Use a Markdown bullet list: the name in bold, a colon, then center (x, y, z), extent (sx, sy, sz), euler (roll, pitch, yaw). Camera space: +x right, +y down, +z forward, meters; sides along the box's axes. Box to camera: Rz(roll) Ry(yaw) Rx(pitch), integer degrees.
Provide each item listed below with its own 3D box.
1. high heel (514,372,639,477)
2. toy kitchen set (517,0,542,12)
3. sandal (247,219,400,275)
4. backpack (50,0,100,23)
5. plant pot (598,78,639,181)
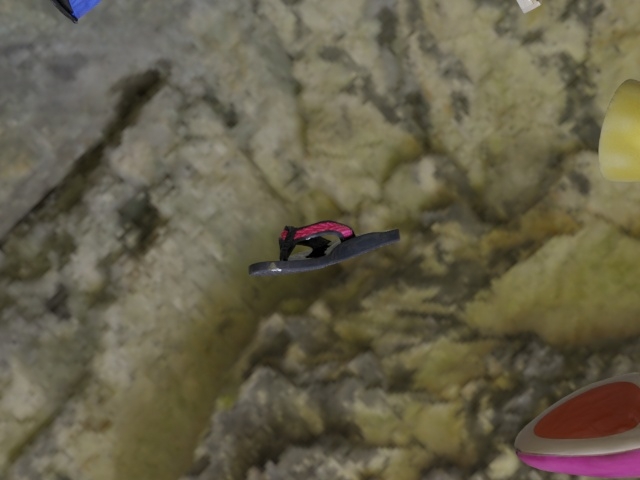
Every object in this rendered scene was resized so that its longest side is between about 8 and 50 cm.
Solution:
- **high heel**: center (0.391, 0.223, 1.284), extent (0.377, 0.181, 0.127), euler (-12, -150, 28)
- **toy kitchen set**: center (0.192, -0.251, 1.103), extent (0.075, 0.068, 0.083), euler (-25, -162, 27)
- **sandal**: center (0.000, 0.000, 1.136), extent (0.067, 0.040, 0.179), euler (-5, -171, 43)
- **backpack**: center (-0.268, -0.309, 1.351), extent (0.101, 0.098, 0.120), euler (-49, 167, -11)
- **plant pot**: center (0.425, -0.131, 1.645), extent (0.095, 0.134, 0.134), euler (16, -128, 31)
